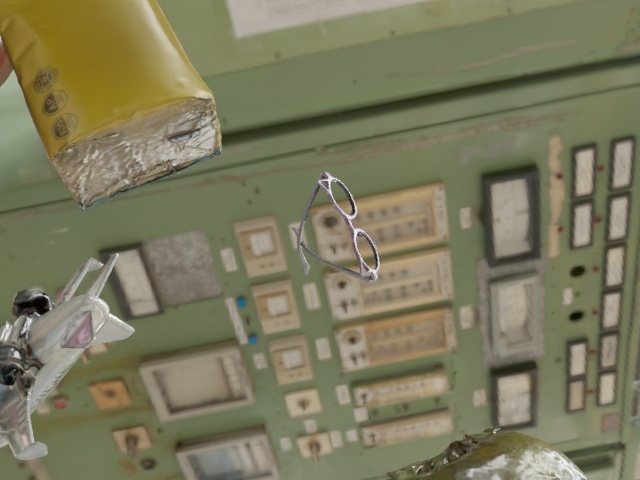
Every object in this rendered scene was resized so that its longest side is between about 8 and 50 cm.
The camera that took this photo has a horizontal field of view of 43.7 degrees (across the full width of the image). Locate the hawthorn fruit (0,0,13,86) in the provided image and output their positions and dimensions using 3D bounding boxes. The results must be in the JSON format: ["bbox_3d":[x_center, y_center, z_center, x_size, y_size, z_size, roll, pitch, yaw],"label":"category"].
[{"bbox_3d":[-0.435,-0.230,0.749,0.308,0.325,0.308,40,2,-2],"label":"hawthorn fruit"}]

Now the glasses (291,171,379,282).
[{"bbox_3d":[0.000,0.000,0.951,0.062,0.104,0.140,-15,80,-62],"label":"glasses"}]

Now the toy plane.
[{"bbox_3d":[-0.188,0.080,0.509,0.065,0.171,0.162,44,25,-30],"label":"toy plane"}]

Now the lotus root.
[{"bbox_3d":[0.114,0.212,0.678,0.203,0.183,0.078,-41,-116,44],"label":"lotus root"}]

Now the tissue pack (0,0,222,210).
[{"bbox_3d":[-0.157,-0.121,0.585,0.169,0.120,0.082,60,-13,30],"label":"tissue pack"}]
